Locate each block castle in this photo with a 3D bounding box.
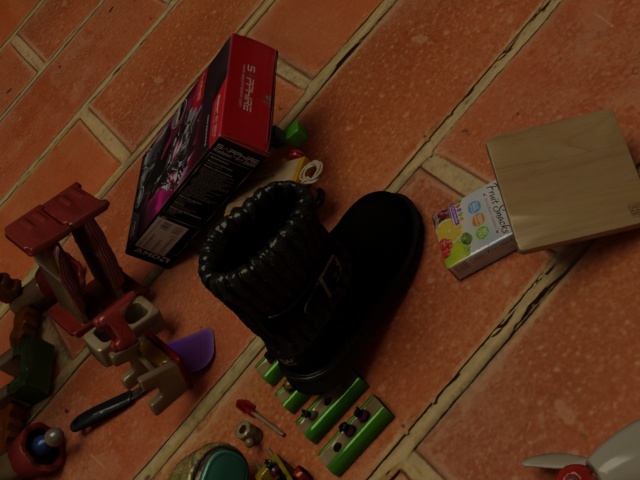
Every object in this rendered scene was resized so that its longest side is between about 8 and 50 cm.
[{"bbox_3d":[-0.569,0.167,1.627,0.212,0.303,0.453,-32,42,28],"label":"block castle"}]

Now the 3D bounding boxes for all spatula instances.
[{"bbox_3d":[-0.291,0.235,1.529,0.296,0.030,0.084,-34,37,18],"label":"spatula"}]

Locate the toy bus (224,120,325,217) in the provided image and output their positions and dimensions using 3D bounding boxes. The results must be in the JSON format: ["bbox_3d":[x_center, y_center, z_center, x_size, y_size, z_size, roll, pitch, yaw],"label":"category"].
[{"bbox_3d":[-0.053,-0.067,1.495,0.191,0.104,0.202,-45,36,13],"label":"toy bus"}]

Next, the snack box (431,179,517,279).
[{"bbox_3d":[0.224,-0.023,1.263,0.141,0.037,0.100,-30,45,20],"label":"snack box"}]

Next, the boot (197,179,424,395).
[{"bbox_3d":[0.003,0.001,1.248,0.131,0.260,0.348,0,48,36],"label":"boot"}]

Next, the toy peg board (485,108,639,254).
[{"bbox_3d":[0.302,-0.059,1.177,0.161,0.079,0.161,-14,63,4],"label":"toy peg board"}]

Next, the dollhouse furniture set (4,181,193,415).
[{"bbox_3d":[-0.325,0.080,1.506,0.152,0.201,0.374,-36,42,-24],"label":"dollhouse furniture set"}]

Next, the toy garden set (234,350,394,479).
[{"bbox_3d":[-0.041,0.231,1.295,0.204,0.049,0.244,-48,40,2],"label":"toy garden set"}]

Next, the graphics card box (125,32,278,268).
[{"bbox_3d":[-0.203,-0.142,1.599,0.371,0.094,0.233,-44,35,45],"label":"graphics card box"}]

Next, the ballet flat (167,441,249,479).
[{"bbox_3d":[-0.183,0.430,1.223,0.123,0.123,0.349,-6,57,39],"label":"ballet flat"}]

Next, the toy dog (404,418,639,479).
[{"bbox_3d":[0.216,0.304,0.966,0.333,0.161,0.220,-11,49,18],"label":"toy dog"}]
